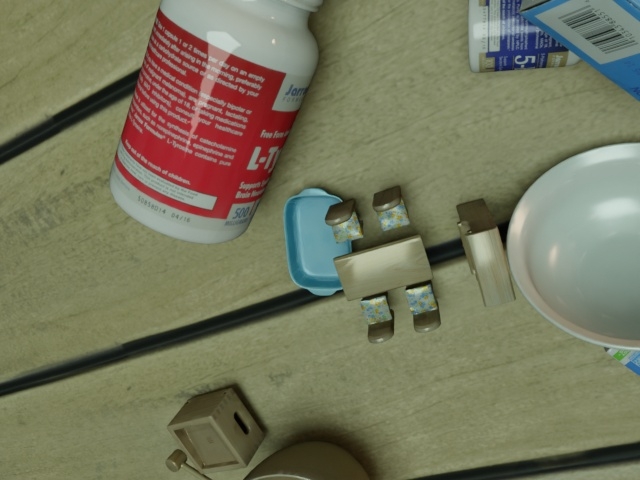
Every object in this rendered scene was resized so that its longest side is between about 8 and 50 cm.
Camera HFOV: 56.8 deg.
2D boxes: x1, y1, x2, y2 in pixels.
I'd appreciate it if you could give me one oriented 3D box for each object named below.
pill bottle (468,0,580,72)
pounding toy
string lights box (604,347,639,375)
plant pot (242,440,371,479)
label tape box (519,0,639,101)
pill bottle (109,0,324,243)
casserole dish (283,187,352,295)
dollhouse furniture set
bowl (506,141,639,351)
[{"bbox_3d":[0.287,-0.279,0.761,0.186,0.112,0.112,0,109,17],"label":"pill bottle"},{"bbox_3d":[-0.218,0.404,1.182,0.206,0.094,0.181,-22,107,32],"label":"pounding toy"},{"bbox_3d":[0.562,0.177,0.864,0.259,0.077,0.133,35,114,2],"label":"string lights box"},{"bbox_3d":[-0.009,0.484,1.088,0.284,0.191,0.284,6,110,15],"label":"plant pot"},{"bbox_3d":[0.371,-0.346,0.640,0.240,0.106,0.334,22,79,-26],"label":"label tape box"},{"bbox_3d":[-0.141,-0.218,0.850,0.229,0.229,0.408,29,115,5],"label":"pill bottle"},{"bbox_3d":[0.000,0.000,0.993,0.114,0.037,0.188,1,109,17],"label":"casserole dish"},{"bbox_3d":[0.142,0.037,0.874,0.242,0.161,0.212,-16,107,13],"label":"dollhouse furniture set"},{"bbox_3d":[0.410,0.026,0.785,0.297,0.298,0.134,-14,145,21],"label":"bowl"}]
